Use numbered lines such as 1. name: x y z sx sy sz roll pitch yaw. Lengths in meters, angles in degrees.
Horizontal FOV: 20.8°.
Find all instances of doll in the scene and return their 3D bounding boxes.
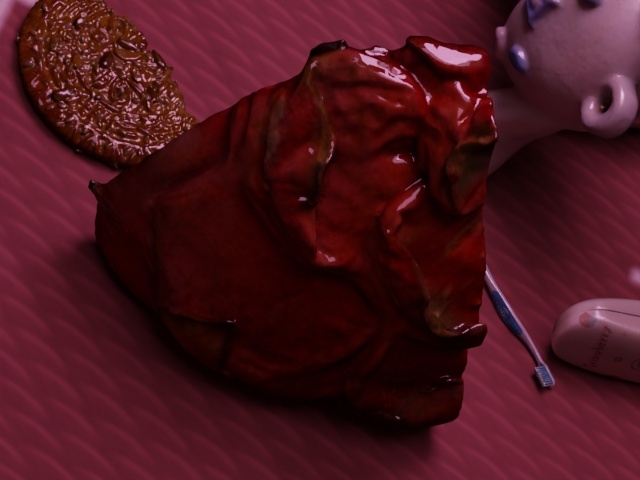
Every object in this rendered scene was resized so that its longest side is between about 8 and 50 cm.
1. doll: 0.242 -0.248 1.501 0.187 0.376 0.365 40 48 -44

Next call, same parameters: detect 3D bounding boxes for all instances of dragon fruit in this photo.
1. dragon fruit: 0.001 0.009 1.312 0.286 0.329 0.228 -1 69 -24

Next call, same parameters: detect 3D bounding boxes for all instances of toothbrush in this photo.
1. toothbrush: 0.163 0.058 1.530 0.017 0.014 0.162 -6 62 -46

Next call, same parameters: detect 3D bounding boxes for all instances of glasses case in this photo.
1. glasses case: 0.300 0.092 1.525 0.204 0.081 0.051 10 56 -14

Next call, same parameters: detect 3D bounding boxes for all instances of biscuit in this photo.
1. biscuit: -0.187 -0.134 1.491 0.126 0.025 0.206 -33 77 -33

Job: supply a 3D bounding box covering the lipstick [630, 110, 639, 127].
1. lipstick: 0.355 -0.136 1.691 0.264 0.059 0.059 0 62 -23
